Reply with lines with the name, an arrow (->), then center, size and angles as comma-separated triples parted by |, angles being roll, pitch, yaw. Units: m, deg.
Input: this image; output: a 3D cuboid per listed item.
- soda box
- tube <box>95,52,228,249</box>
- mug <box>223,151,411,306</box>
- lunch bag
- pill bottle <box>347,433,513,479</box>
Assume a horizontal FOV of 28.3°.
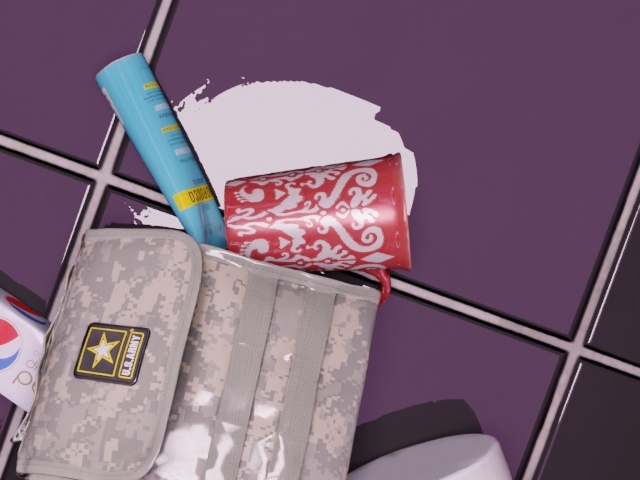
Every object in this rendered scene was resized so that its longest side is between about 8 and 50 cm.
soda box -> -0.279, 0.116, 1.228 | 0.216, 0.069, 0.074 | 35, 91, -3
tube -> -0.146, -0.078, 1.224 | 0.052, 0.080, 0.207 | -29, 89, 25
mug -> -0.001, -0.002, 1.209 | 0.169, 0.113, 0.150 | -5, 91, 3
lunch bag -> -0.113, 0.130, 1.141 | 0.287, 0.169, 0.235 | 15, 70, -9
pill bottle -> 0.140, 0.379, 1.179 | 0.204, 0.204, 0.361 | -19, 93, 0
